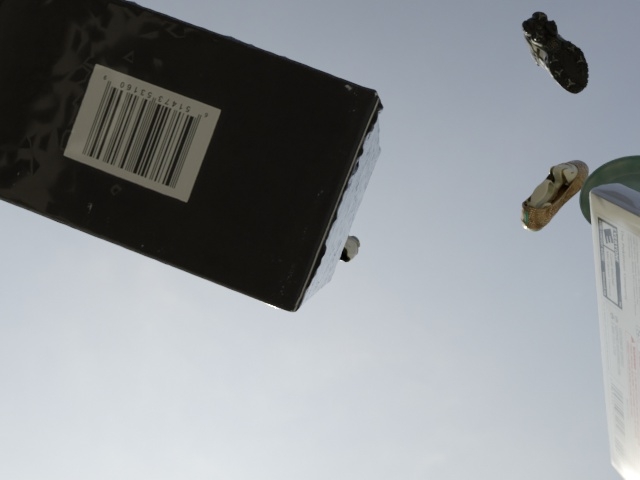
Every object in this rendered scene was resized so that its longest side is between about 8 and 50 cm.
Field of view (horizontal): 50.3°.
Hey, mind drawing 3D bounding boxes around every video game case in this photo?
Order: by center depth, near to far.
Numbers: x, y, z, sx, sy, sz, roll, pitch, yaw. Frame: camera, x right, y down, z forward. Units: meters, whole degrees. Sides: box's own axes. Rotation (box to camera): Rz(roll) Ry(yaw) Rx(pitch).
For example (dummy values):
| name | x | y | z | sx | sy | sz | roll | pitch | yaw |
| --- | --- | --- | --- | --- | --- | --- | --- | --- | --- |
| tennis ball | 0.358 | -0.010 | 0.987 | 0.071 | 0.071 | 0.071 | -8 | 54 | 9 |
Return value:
| name | x | y | z | sx | sy | sz | roll | pitch | yaw |
| --- | --- | --- | --- | --- | --- | --- | --- | --- | --- |
| video game case | 0.195 | 0.086 | 0.349 | 0.023 | 0.183 | 0.201 | -12 | -72 | -1 |

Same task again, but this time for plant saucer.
| name | x | y | z | sx | sy | sz | roll | pitch | yaw |
| --- | --- | --- | --- | --- | --- | --- | --- | --- | --- |
| plant saucer | 0.369 | -0.047 | 0.803 | 0.119 | 0.119 | 0.021 | -27 | -41 | 8 |

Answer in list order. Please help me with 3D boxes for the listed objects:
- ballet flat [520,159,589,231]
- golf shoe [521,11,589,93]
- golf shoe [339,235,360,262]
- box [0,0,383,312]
| name | x | y | z | sx | sy | sz | roll | pitch | yaw |
| --- | --- | --- | --- | --- | --- | --- | --- | --- | --- |
| ballet flat | 0.462 | -0.104 | 1.336 | 0.206 | 0.073 | 0.067 | -49 | -45 | -23 |
| golf shoe | 0.498 | -0.389 | 1.442 | 0.077 | 0.094 | 0.198 | -28 | -103 | 7 |
| golf shoe | 0.000 | 0.000 | 1.522 | 0.176 | 0.086 | 0.069 | 16 | -63 | 4 |
| box | -0.108 | -0.075 | 0.634 | 0.297 | 0.294 | 0.182 | 21 | -87 | 5 |
